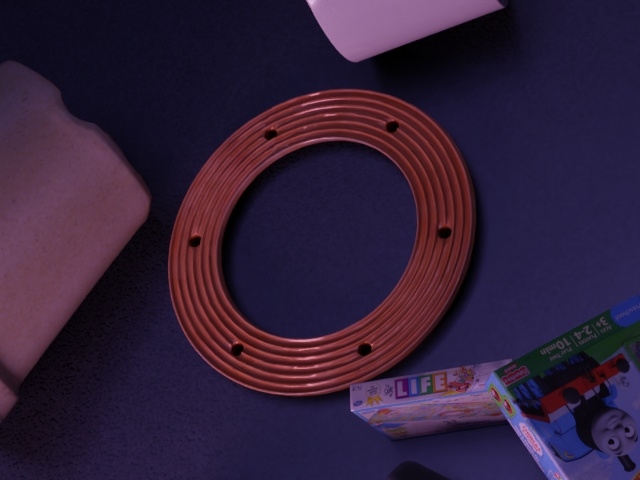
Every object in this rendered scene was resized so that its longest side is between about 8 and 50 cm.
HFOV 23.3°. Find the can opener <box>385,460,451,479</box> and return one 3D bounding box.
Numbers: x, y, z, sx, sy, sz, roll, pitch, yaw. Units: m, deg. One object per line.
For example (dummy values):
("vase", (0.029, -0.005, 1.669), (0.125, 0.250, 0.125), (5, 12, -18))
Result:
("can opener", (0.185, 0.268, 1.357), (0.280, 0.074, 0.093), (19, 42, 29))

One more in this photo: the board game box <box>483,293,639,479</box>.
("board game box", (0.263, 0.168, 1.308), (0.160, 0.039, 0.211), (-26, 70, -21))

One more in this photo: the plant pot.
("plant pot", (-0.351, -0.007, 1.596), (0.334, 0.334, 0.305), (35, 75, 33))

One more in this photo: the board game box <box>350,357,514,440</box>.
("board game box", (0.117, 0.147, 1.412), (0.154, 0.103, 0.026), (-11, 63, 20))

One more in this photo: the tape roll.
("tape roll", (0.071, -0.321, 1.560), (0.169, 0.246, 0.246), (-18, 61, 17))

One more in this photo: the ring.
("ring", (0.000, 0.000, 1.576), (0.337, 0.032, 0.336), (-10, 63, 22))
